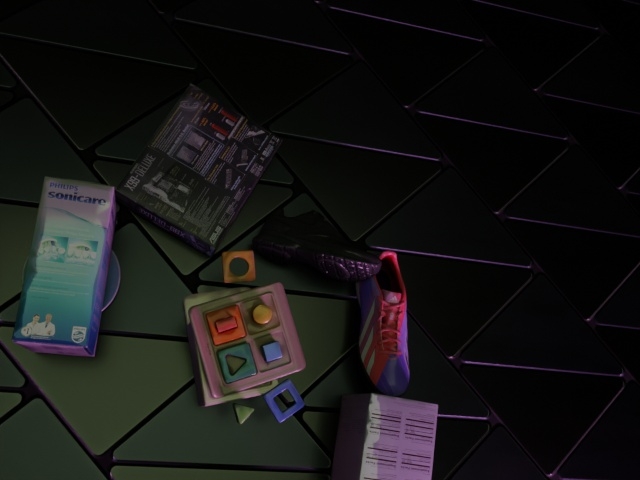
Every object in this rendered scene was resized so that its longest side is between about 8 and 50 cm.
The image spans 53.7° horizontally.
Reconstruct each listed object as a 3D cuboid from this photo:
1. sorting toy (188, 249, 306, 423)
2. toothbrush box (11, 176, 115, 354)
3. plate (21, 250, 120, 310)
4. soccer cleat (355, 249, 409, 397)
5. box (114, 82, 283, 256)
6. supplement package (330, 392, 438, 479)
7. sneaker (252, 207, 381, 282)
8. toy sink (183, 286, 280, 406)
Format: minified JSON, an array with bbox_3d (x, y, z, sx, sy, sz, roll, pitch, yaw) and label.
[{"bbox_3d":[-0.137,0.185,1.210,0.196,0.047,0.347,-16,85,-19],"label":"sorting toy"},{"bbox_3d":[-0.465,0.058,1.177,0.126,0.216,0.295,7,73,-15],"label":"toothbrush box"},{"bbox_3d":[-0.506,0.074,1.289,0.188,0.024,0.188,4,76,-14],"label":"plate"},{"bbox_3d":[0.140,0.173,1.354,0.109,0.116,0.318,6,58,-16],"label":"soccer cleat"},{"bbox_3d":[-0.262,-0.156,1.390,0.242,0.076,0.307,30,70,-6],"label":"box"},{"bbox_3d":[0.125,0.423,1.280,0.149,0.194,0.203,13,73,-12],"label":"supplement package"},{"bbox_3d":[0.000,0.000,1.376,0.286,0.109,0.130,17,61,10],"label":"sneaker"},{"bbox_3d":[-0.185,0.206,1.285,0.153,0.131,0.234,-7,77,-18],"label":"toy sink"}]
